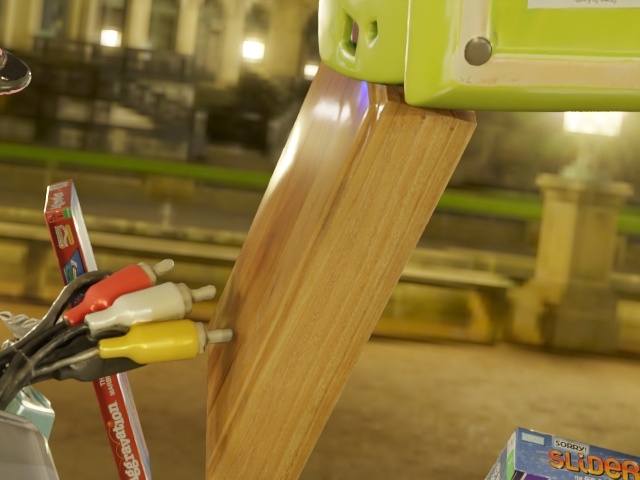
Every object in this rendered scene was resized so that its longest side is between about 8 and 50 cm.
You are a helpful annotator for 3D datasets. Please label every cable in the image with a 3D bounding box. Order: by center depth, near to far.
[{"bbox_3d":[-0.219,0.079,1.366,0.287,0.072,0.139,-15,44,-35],"label":"cable"}]

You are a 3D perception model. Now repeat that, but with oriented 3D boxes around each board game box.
[{"bbox_3d":[0.162,0.207,1.140,0.136,0.035,0.201,15,-41,-7],"label":"board game box"},{"bbox_3d":[-0.203,0.092,1.559,0.027,0.281,0.145,-15,13,-3],"label":"board game box"}]

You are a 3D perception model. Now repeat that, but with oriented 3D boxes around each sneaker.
[{"bbox_3d":[-0.328,-0.180,1.608,0.119,0.047,0.057,24,-33,-9],"label":"sneaker"}]

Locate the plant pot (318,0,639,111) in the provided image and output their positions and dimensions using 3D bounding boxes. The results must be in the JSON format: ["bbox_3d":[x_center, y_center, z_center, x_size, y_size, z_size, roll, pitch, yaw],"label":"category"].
[{"bbox_3d":[0.134,-0.190,1.047,0.228,0.227,0.207,0,19,-13],"label":"plant pot"}]

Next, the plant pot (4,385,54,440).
[{"bbox_3d":[-0.412,0.203,1.692,0.247,0.252,0.248,47,-3,10],"label":"plant pot"}]

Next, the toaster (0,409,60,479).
[{"bbox_3d":[-0.257,0.216,1.196,0.129,0.227,0.146,17,35,-36],"label":"toaster"}]

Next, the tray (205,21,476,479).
[{"bbox_3d":[0.000,0.000,1.340,0.076,0.411,0.203,15,37,-15],"label":"tray"}]

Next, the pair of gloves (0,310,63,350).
[{"bbox_3d":[-0.401,0.156,2.218,0.240,0.042,0.204,-10,-33,15],"label":"pair of gloves"}]
